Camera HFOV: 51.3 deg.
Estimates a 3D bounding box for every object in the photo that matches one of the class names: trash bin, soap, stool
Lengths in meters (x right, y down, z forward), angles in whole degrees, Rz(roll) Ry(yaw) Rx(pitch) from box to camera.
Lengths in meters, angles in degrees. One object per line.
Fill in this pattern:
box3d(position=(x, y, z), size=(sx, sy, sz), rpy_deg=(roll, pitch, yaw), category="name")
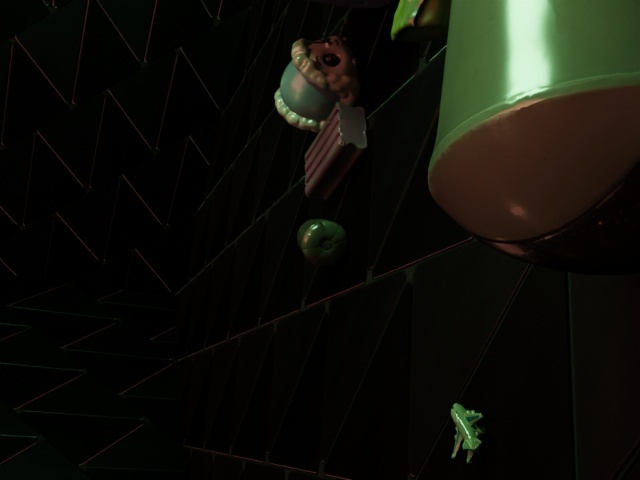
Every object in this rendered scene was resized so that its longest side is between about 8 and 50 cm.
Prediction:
box3d(position=(0.241, -0.184, 0.571), size=(0.280, 0.280, 0.432), rpy_deg=(143, 136, -62), category="trash bin")
box3d(position=(0.029, -0.189, 1.435), size=(0.203, 0.065, 0.122), rpy_deg=(130, 145, -53), category="soap")
box3d(position=(0.000, 0.000, 1.387), size=(0.110, 0.096, 0.096), rpy_deg=(-145, 67, -72), category="stool")

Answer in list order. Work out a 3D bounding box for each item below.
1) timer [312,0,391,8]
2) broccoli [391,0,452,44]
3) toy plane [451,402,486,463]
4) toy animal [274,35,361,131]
box3d(position=(0.015, -0.579, 1.272), size=(0.395, 0.395, 0.173), rpy_deg=(-151, 74, -69), category="timer")
box3d(position=(0.181, -0.365, 0.849), size=(0.248, 0.288, 0.245), rpy_deg=(16, 97, 41), category="broccoli")
box3d(position=(0.188, 0.241, 0.851), size=(0.083, 0.033, 0.080), rpy_deg=(-98, 25, -57), category="toy plane")
box3d(position=(-0.010, -0.360, 1.499), size=(0.208, 0.156, 0.204), rpy_deg=(-105, 28, -42), category="toy animal")
